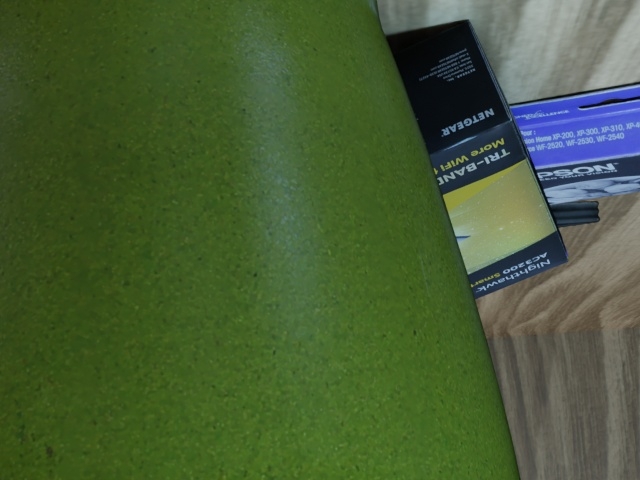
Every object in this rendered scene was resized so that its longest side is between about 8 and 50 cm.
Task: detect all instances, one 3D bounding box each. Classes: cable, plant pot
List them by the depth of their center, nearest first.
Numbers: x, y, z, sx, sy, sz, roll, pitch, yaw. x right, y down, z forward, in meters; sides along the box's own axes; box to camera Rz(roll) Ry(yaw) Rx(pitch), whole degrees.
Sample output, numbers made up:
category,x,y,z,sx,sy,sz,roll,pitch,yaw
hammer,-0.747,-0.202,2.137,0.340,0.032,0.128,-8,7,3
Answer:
category,x,y,z,sx,sy,sz,roll,pitch,yaw
plant pot,-0.081,0.033,0.589,0.366,0.353,0.366,-4,170,-1
cable,0.196,-0.040,1.201,0.287,0.072,0.139,-9,179,-41

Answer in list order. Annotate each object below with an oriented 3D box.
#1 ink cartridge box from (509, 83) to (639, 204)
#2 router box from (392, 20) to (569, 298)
category,x,y,z,sx,sy,sz,roll,pitch,yaw
ink cartridge box,0.250,-0.077,0.990,0.206,0.045,0.208,-8,168,23
router box,0.000,0.000,0.850,0.308,0.081,0.243,-23,153,11
